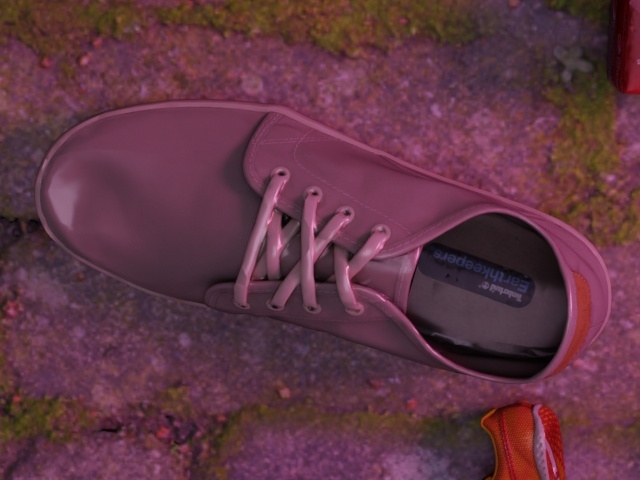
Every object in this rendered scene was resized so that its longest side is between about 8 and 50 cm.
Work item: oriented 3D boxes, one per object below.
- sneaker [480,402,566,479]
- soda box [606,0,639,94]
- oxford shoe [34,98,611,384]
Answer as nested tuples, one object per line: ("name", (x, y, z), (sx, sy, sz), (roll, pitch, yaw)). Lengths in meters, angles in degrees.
("sneaker", (0.164, 0.212, 1.065), (0.067, 0.064, 0.175), (-5, 96, 27))
("soda box", (0.342, -0.145, 0.954), (0.263, 0.092, 0.083), (2, 102, 5))
("oxford shoe", (0.000, 0.000, 0.998), (0.449, 0.130, 0.169), (15, 104, 4))
